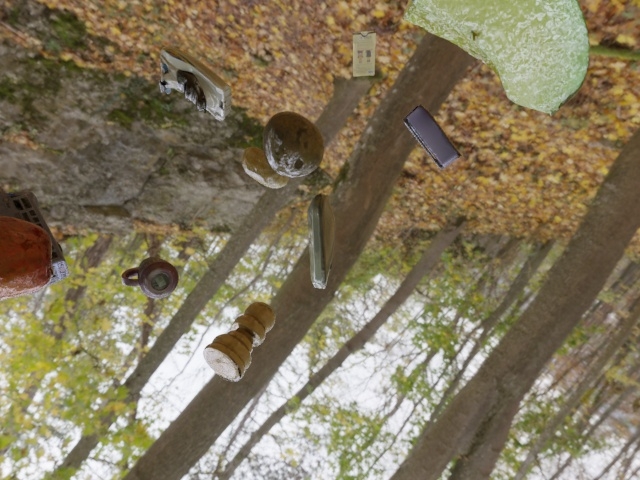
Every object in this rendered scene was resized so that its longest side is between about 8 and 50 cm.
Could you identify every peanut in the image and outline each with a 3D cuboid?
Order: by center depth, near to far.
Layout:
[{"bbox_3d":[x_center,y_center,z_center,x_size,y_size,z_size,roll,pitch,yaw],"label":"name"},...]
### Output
[{"bbox_3d":[-0.227,-0.297,1.945,0.224,0.129,0.129,28,-175,14],"label":"peanut"}]

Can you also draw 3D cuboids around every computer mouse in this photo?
[{"bbox_3d":[0.007,0.000,1.666,0.094,0.331,0.197,-3,180,-3],"label":"computer mouse"}]

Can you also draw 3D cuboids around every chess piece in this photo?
[{"bbox_3d":[-0.237,0.302,1.517,0.142,0.143,0.261,40,-135,0],"label":"chess piece"}]

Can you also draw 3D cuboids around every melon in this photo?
[{"bbox_3d":[0.318,-0.388,0.866,0.343,0.226,0.331,26,176,-6],"label":"melon"}]

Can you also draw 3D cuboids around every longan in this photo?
[{"bbox_3d":[-0.095,-0.346,1.760,0.214,0.246,0.246,12,175,24],"label":"longan"}]

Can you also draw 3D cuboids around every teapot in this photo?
[{"bbox_3d":[-0.520,0.114,1.475,0.146,0.148,0.116,26,147,56],"label":"teapot"}]

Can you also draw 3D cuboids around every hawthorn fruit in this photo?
[{"bbox_3d":[-0.623,0.036,0.946,0.189,0.189,0.189,39,-172,-6],"label":"hawthorn fruit"}]

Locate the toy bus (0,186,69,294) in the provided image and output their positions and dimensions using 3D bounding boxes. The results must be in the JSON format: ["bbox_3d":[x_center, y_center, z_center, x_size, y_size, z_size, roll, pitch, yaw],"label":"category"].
[{"bbox_3d":[-0.749,-0.021,1.205,0.292,0.133,0.125,54,147,15],"label":"toy bus"}]

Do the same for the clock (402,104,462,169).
[{"bbox_3d":[0.339,-0.309,1.447,0.193,0.073,0.144,54,-160,5],"label":"clock"}]

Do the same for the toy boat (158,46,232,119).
[{"bbox_3d":[-0.387,-0.462,1.421,0.269,0.141,0.141,29,-173,6],"label":"toy boat"}]

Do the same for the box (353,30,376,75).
[{"bbox_3d":[0.139,-0.595,1.533,0.149,0.073,0.020,87,-179,-48],"label":"box"}]
